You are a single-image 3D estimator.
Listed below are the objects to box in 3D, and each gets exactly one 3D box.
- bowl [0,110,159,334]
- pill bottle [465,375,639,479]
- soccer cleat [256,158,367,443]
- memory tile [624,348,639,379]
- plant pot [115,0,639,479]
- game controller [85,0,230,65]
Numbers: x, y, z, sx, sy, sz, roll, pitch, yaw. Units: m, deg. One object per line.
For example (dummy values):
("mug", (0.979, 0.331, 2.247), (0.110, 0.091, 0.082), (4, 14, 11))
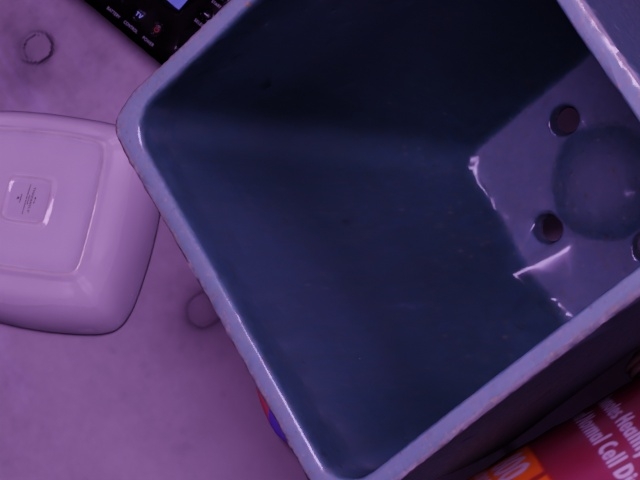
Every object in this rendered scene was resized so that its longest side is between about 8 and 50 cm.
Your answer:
("bowl", (-0.178, -0.017, 1.188), (0.142, 0.053, 0.142), (9, 76, 14))
("pill bottle", (0.269, 0.136, 0.956), (0.392, 0.224, 0.224), (-31, 70, 1))
("soccer cleat", (0.000, 0.000, 1.123), (0.083, 0.095, 0.248), (5, 72, 16))
("memory tile", (0.235, 0.034, 1.019), (0.148, 0.113, 0.012), (-36, 72, 15))
("plant pot", (0.098, -0.035, 0.975), (0.248, 0.252, 0.247), (-41, 69, 26))
("game controller", (-0.119, -0.236, 1.236), (0.319, 0.067, 0.166), (40, 84, 20))
